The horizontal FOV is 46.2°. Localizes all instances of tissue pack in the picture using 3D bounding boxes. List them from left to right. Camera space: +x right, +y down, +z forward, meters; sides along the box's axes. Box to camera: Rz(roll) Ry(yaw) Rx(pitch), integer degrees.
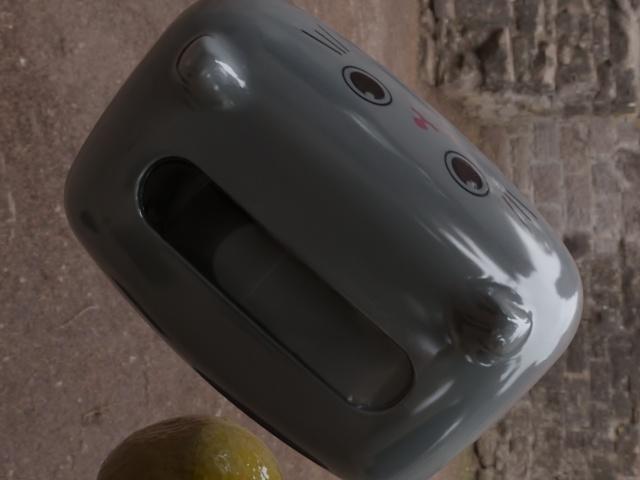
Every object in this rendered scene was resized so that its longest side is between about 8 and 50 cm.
[{"bbox_3d":[0.000,0.000,0.506,0.333,0.229,0.236,42,14,2],"label":"tissue pack"}]

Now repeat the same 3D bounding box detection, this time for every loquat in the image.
[{"bbox_3d":[-0.121,0.267,0.719,0.213,0.213,0.213,-2,90,-71],"label":"loquat"}]
